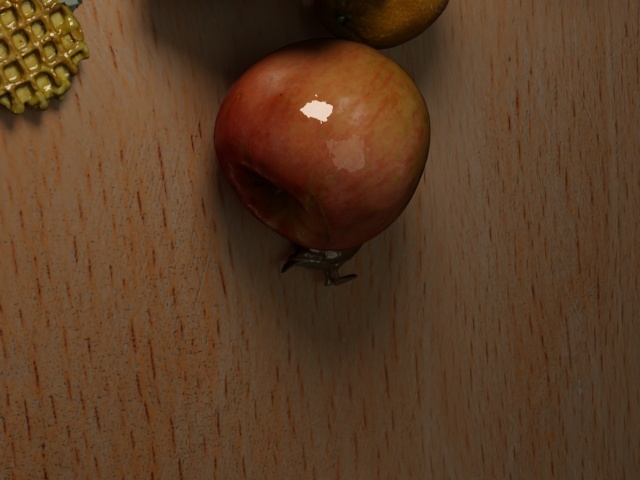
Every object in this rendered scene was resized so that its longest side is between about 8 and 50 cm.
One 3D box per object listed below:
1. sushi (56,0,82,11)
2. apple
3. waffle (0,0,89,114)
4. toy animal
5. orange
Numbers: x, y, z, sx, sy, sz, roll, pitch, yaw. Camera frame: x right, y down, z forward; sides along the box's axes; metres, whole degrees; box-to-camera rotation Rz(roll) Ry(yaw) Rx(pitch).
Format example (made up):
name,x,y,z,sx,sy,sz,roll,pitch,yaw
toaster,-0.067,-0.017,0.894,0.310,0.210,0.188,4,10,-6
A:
name,x,y,z,sx,sy,sz,roll,pitch,yaw
sushi,-0.374,-0.548,1.496,0.294,0.059,0.292,-50,121,-13
apple,0.014,-0.171,1.648,0.363,0.364,0.364,-7,104,-30
waffle,-0.479,-0.318,1.483,0.253,0.056,0.249,2,100,-30
toy animal,0.000,0.000,1.838,0.188,0.089,0.179,-13,90,-28
orange,0.106,-0.459,1.695,0.264,0.264,0.264,-7,104,-30
